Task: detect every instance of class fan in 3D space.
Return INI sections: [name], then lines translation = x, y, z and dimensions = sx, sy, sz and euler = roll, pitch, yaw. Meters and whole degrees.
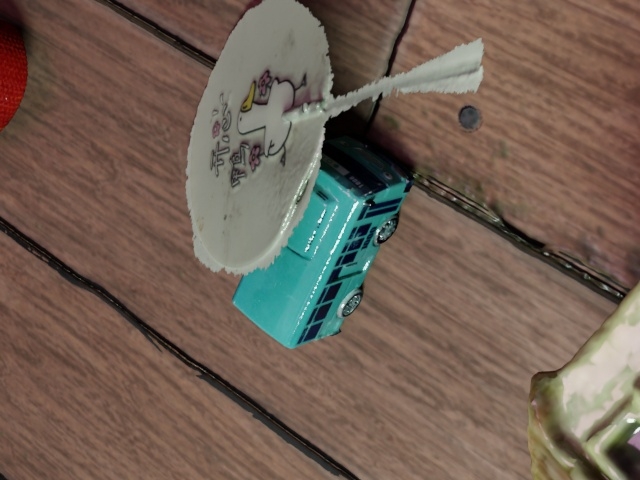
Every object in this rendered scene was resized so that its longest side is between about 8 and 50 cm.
[fan]
translation = -0.012, -0.097, 0.979
dimensions = 0.415, 0.012, 0.233
euler = -14, 71, 57

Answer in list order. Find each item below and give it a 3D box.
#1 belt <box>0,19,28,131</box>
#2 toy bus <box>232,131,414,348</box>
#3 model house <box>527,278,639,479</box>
[belt]
translation = -0.368, -0.154, 1.262
dimensions = 0.201, 0.124, 0.128
euler = -12, 74, 42
[toy bus]
translation = 0.000, 0.000, 1.040
dimensions = 0.079, 0.092, 0.160
euler = 38, 118, 23
[model house]
translation = 0.270, 0.135, 0.728
dimensions = 0.266, 0.261, 0.321
euler = -51, 62, 13
